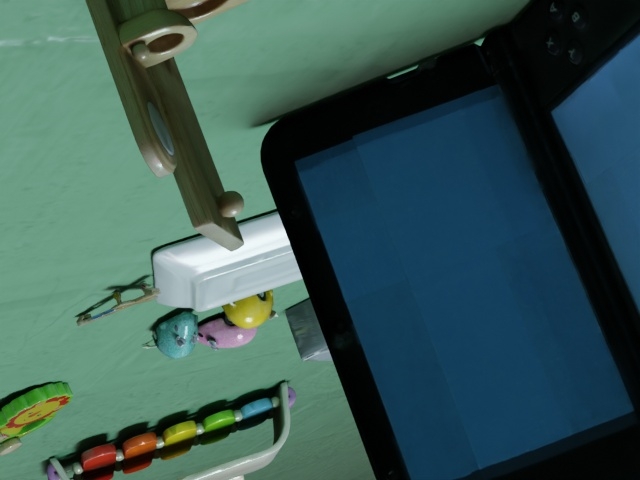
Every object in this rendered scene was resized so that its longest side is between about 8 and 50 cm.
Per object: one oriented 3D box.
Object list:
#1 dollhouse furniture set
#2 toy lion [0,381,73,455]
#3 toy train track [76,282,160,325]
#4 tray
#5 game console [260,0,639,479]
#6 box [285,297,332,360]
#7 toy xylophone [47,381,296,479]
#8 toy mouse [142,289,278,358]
[{"bbox_3d":[-0.011,-0.091,0.601,0.151,0.123,0.144,-23,165,8],"label":"dollhouse furniture set"},{"bbox_3d":[-0.278,0.165,1.353,0.096,0.034,0.100,-28,166,-3],"label":"toy lion"},{"bbox_3d":[-0.161,0.049,1.125,0.083,0.014,0.048,-23,173,31],"label":"toy train track"},{"bbox_3d":[0.000,0.000,1.133,0.270,0.030,0.145,-18,164,-10],"label":"tray"},{"bbox_3d":[0.122,0.001,0.782,0.173,0.293,0.250,-13,163,-28],"label":"game console"},{"bbox_3d":[0.100,0.063,1.439,0.183,0.056,0.231,-28,163,24],"label":"box"},{"bbox_3d":[-0.182,0.276,1.772,0.323,0.081,0.236,-15,164,-22],"label":"toy xylophone"},{"bbox_3d":[-0.100,0.083,1.284,0.143,0.031,0.161,-25,167,20],"label":"toy mouse"}]
